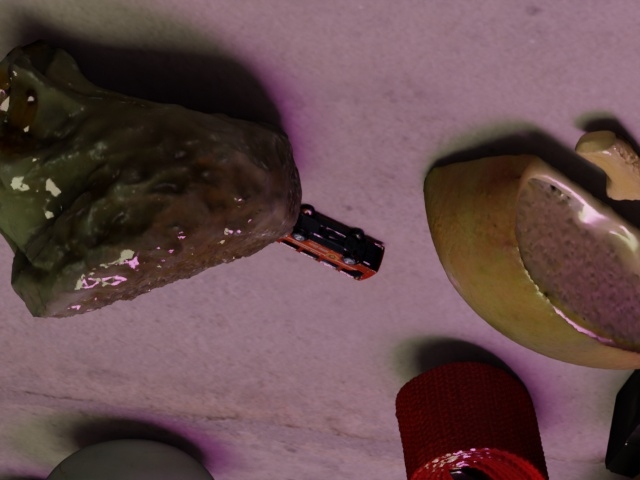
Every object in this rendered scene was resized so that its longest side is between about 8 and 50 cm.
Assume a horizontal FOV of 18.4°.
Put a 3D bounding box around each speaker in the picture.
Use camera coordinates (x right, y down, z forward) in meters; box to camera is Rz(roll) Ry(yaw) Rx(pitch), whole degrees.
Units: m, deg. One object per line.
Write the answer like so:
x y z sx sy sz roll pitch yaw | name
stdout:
0.309 0.136 1.761 0.044 0.082 0.218 16 151 -1 | speaker

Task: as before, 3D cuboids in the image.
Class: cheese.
0.227 -0.059 1.524 0.044 0.030 0.083 -15 144 32 | cheese

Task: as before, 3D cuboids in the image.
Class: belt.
0.146 0.193 1.897 0.128 0.124 0.201 -17 146 14 | belt

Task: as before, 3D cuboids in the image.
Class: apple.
0.188 0.037 1.626 0.265 0.120 0.193 34 156 -25 | apple

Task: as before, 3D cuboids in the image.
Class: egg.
-0.212 0.304 2.195 0.231 0.168 0.168 0 147 32 | egg

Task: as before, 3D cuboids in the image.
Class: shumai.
-0.143 -0.069 1.580 0.260 0.222 0.225 -15 172 -23 | shumai

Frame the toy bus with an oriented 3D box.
0.000 0.000 1.727 0.110 0.031 0.043 26 151 -16 | toy bus

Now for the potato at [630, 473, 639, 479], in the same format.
0.385 0.241 1.778 0.296 0.141 0.191 -30 158 6 | potato
